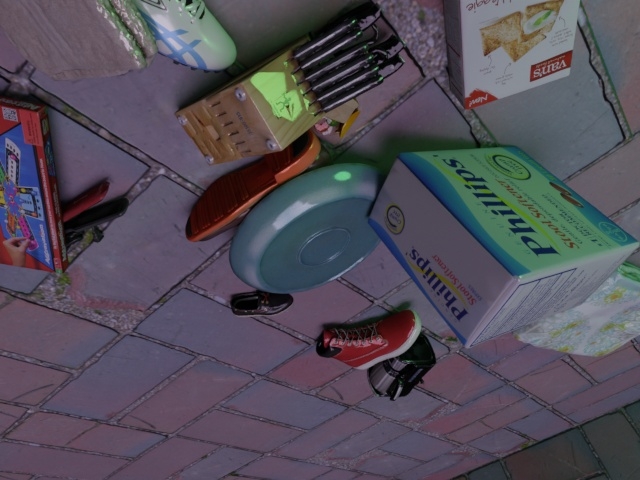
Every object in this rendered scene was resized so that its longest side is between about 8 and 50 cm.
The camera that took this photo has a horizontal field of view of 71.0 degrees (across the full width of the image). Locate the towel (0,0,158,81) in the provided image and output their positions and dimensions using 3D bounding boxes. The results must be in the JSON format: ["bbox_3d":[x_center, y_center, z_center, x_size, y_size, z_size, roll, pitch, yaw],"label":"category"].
[{"bbox_3d":[-0.288,-0.281,0.415,0.187,0.049,0.282,7,143,28],"label":"towel"}]

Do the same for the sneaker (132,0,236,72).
[{"bbox_3d":[-0.179,-0.276,0.483,0.086,0.085,0.237,-17,141,38],"label":"sneaker"}]

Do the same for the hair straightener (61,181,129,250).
[{"bbox_3d":[-0.401,-0.010,0.729,0.230,0.047,0.089,-27,135,13],"label":"hair straightener"}]

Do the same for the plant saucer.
[{"bbox_3d":[0.000,0.000,0.783,0.318,0.043,0.317,-22,148,-15],"label":"plant saucer"}]

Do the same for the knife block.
[{"bbox_3d":[-0.033,-0.210,0.596,0.276,0.242,0.088,2,130,50],"label":"knife block"}]

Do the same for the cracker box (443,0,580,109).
[{"bbox_3d":[0.247,-0.305,0.585,0.156,0.067,0.232,-19,137,5],"label":"cracker box"}]

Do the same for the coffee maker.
[{"bbox_3d":[0.232,0.332,1.216,0.171,0.120,0.178,-13,143,-36],"label":"coffee maker"}]

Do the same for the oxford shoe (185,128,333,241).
[{"bbox_3d":[-0.098,-0.065,0.722,0.271,0.096,0.098,-30,140,16],"label":"oxford shoe"}]

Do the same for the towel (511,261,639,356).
[{"bbox_3d":[0.760,0.201,1.222,0.375,0.090,0.320,16,128,-28],"label":"towel"}]

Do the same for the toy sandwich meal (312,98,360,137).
[{"bbox_3d":[0.022,-0.189,0.671,0.086,0.029,0.085,-7,136,-7],"label":"toy sandwich meal"}]

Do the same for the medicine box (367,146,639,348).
[{"bbox_3d":[0.272,-0.011,0.702,0.289,0.263,0.149,-9,138,-31],"label":"medicine box"}]

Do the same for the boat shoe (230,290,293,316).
[{"bbox_3d":[-0.123,0.132,0.947,0.133,0.048,0.042,-8,144,-1],"label":"boat shoe"}]

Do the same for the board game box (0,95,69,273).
[{"bbox_3d":[-0.451,-0.072,0.635,0.145,0.027,0.281,11,128,-8],"label":"board game box"}]

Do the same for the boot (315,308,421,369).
[{"bbox_3d":[0.108,0.229,1.084,0.176,0.088,0.244,27,127,-33],"label":"boot"}]
